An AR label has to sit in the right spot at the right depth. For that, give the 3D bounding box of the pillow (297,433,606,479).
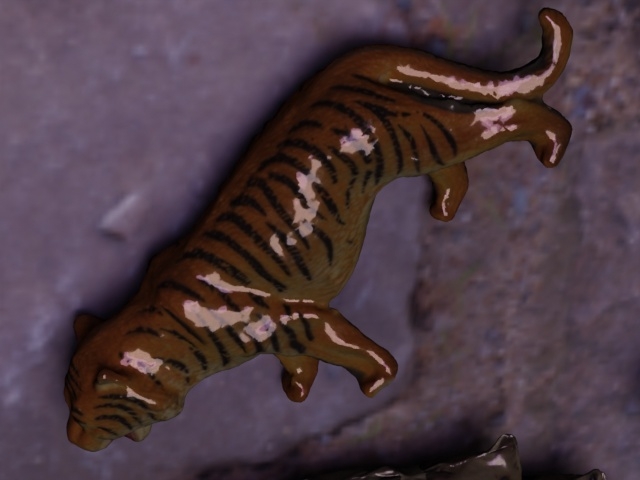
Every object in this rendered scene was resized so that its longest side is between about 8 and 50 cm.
[{"bbox_3d":[0.024,0.127,0.792,0.241,0.051,0.093,-10,121,-10],"label":"pillow"}]

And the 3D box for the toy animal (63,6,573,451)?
[{"bbox_3d":[0.000,0.000,0.710,0.099,0.057,0.241,32,106,-29],"label":"toy animal"}]
